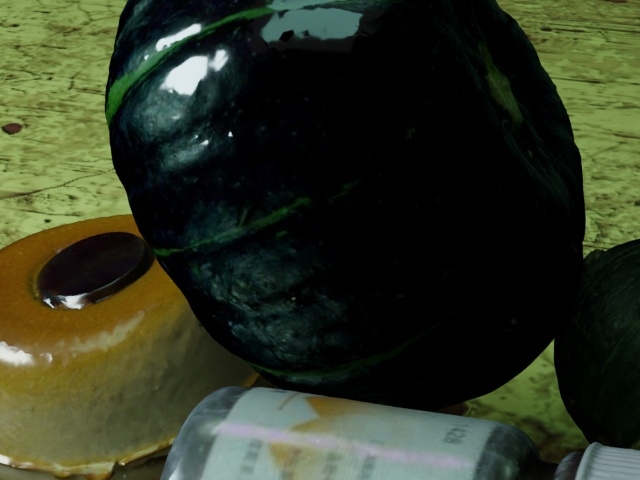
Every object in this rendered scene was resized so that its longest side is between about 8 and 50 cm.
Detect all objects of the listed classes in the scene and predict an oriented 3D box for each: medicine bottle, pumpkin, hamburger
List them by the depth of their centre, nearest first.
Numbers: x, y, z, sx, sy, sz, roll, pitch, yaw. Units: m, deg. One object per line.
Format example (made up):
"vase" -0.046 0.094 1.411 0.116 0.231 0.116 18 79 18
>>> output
"medicine bottle" 0.060 0.170 0.987 0.273 0.165 0.165 6 29 15
"pumpkin" 0.005 -0.050 1.089 0.238 0.315 0.315 -21 20 25
"pumpkin" 0.218 0.086 1.114 0.146 0.190 0.190 -21 29 3
"hamburger" -0.136 0.076 1.196 0.237 0.147 0.237 -8 29 5
